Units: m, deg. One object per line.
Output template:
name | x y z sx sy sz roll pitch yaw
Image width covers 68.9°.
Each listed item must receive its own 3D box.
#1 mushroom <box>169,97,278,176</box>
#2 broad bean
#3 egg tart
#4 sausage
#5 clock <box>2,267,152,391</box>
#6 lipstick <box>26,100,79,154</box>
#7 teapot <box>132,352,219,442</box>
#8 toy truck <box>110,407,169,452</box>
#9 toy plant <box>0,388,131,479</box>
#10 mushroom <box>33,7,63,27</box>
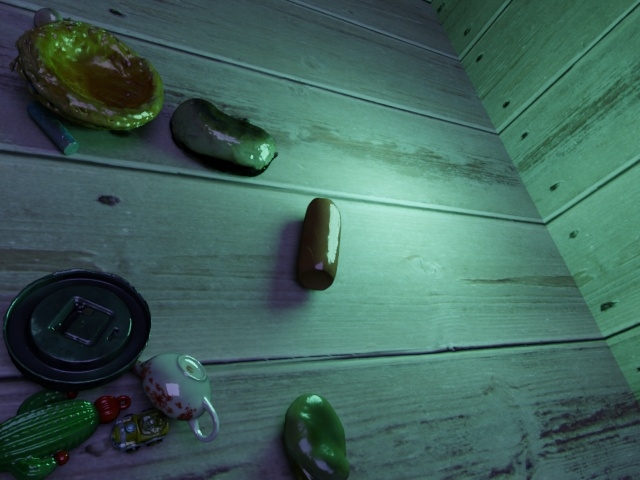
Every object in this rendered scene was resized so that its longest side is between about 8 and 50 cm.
mushroom | -0.294 -0.338 1.466 0.344 0.130 0.247 31 52 -10
broad bean | -0.012 0.475 1.095 0.169 0.100 0.227 27 36 -24
egg tart | -0.633 -0.437 1.299 0.388 0.169 0.387 21 47 -25
sausage | 0.000 -0.001 1.416 0.121 0.121 0.304 21 50 -18
clock | -0.503 0.183 0.986 0.281 0.055 0.280 18 41 -17
lipstick | -0.706 -0.298 1.234 0.158 0.048 0.048 47 47 5
teapot | -0.296 0.317 0.992 0.116 0.159 0.245 -41 65 -4
toy truck | -0.365 0.381 0.946 0.111 0.077 0.076 -5 62 -36
toy plant | -0.501 0.344 0.884 0.155 0.088 0.240 26 32 13
mushroom | -0.816 -0.656 1.406 0.084 0.083 0.067 32 7 -9
